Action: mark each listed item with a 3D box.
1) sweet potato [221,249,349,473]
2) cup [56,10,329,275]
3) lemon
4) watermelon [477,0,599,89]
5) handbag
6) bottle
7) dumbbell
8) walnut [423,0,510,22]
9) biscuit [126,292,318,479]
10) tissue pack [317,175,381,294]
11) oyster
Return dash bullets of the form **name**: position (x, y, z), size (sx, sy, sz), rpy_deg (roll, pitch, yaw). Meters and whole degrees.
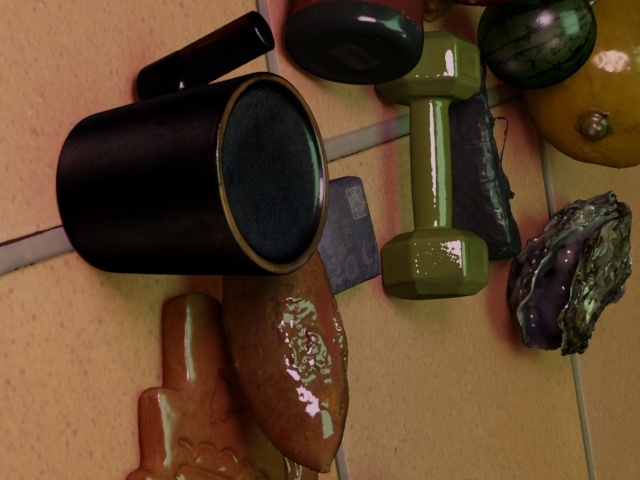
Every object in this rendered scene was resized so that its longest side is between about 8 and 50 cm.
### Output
- **sweet potato**: position (-0.041, 0.031, 1.417), size (0.109, 0.109, 0.385), rpy_deg (30, 44, -53)
- **cup**: position (-0.095, -0.069, 1.315), size (0.239, 0.177, 0.166), rpy_deg (-57, 131, -45)
- **lemon**: position (0.393, -0.234, 2.072), size (0.284, 0.260, 0.261), rpy_deg (-28, 109, -47)
- **watermelon**: position (0.284, -0.268, 1.896), size (0.141, 0.187, 0.141), rpy_deg (49, 23, -30)
- **handbag**: position (0.198, -0.093, 1.903), size (0.175, 0.088, 0.270), rpy_deg (-32, 112, -65)
- **bottle**: position (0.051, -0.341, 1.629), size (0.144, 0.144, 0.336), rpy_deg (35, 56, -51)
- **dumbbell**: position (0.126, -0.085, 1.744), size (0.121, 0.108, 0.302), rpy_deg (5, 81, -59)
- **walnut**: position (0.182, -0.373, 1.816), size (0.221, 0.244, 0.269), rpy_deg (40, 48, 2)
- **biscuit**: position (-0.092, 0.212, 1.403), size (0.284, 0.043, 0.306), rpy_deg (60, 39, -35)
- **tissue pack**: position (0.000, 0.000, 1.582), size (0.156, 0.051, 0.112), rpy_deg (-21, 101, -57)
- **oyster**: position (0.343, 0.032, 2.075), size (0.162, 0.158, 0.351), rpy_deg (-63, 177, 35)
